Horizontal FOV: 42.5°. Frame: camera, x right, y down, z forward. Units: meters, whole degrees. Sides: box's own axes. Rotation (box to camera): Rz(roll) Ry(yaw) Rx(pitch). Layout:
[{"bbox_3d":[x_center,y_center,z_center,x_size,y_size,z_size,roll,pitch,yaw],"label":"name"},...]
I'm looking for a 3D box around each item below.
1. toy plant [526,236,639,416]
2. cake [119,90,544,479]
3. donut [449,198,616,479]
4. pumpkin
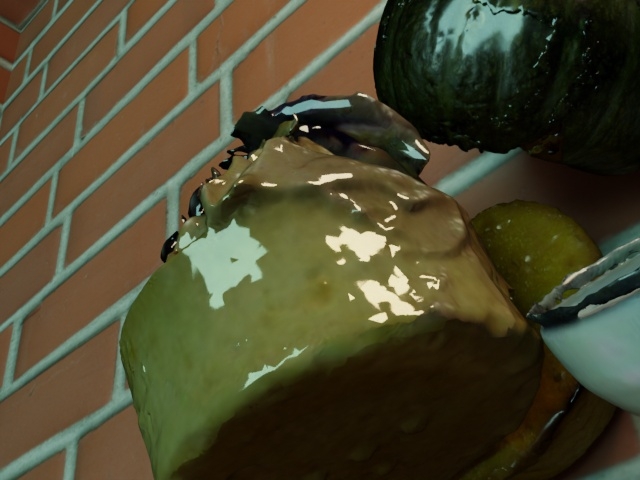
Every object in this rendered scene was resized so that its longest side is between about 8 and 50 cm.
[{"bbox_3d":[0.319,0.128,0.536,0.247,0.247,0.332,-35,81,31],"label":"toy plant"},{"bbox_3d":[-0.015,0.046,0.708,0.332,0.332,0.321,-41,49,24],"label":"cake"},{"bbox_3d":[0.177,0.113,0.822,0.303,0.110,0.303,-32,44,36],"label":"donut"},{"bbox_3d":[0.212,-0.176,0.811,0.320,0.320,0.192,35,115,54],"label":"pumpkin"}]
